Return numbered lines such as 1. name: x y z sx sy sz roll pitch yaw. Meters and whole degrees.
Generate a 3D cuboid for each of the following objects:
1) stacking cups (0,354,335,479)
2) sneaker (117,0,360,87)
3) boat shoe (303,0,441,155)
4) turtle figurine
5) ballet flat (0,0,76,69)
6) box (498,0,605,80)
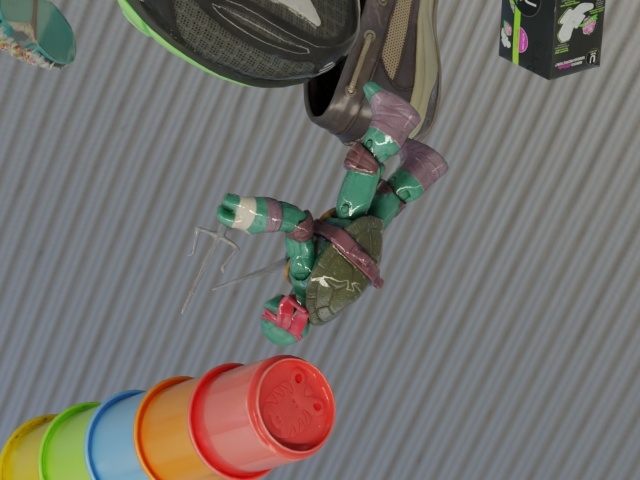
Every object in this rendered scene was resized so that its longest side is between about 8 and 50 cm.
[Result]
1. stacking cups: -0.109 0.140 1.098 0.096 0.096 0.316 55 145 -10
2. sneaker: -0.063 -0.286 1.032 0.202 0.185 0.483 19 142 39
3. boat shoe: 0.042 -0.263 1.646 0.132 0.130 0.355 -20 67 47
4. turtle figurine: 0.000 0.000 1.288 0.118 0.175 0.234 36 78 18
5. ballet flat: -0.348 -0.247 1.859 0.077 0.241 0.091 -2 80 13
6. box: 0.170 -0.169 1.226 0.052 0.062 0.083 -17 122 -30
